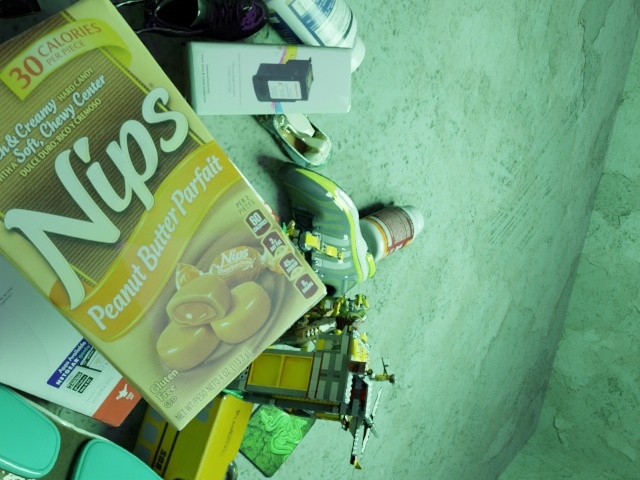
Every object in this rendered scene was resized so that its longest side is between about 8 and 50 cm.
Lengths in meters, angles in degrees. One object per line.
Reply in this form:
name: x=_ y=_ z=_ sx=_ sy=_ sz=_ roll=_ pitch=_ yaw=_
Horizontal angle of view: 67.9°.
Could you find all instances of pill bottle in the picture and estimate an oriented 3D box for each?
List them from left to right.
pill bottle: x=-0.010 y=-0.297 z=0.638 sx=0.169 sy=0.094 sz=0.094 roll=33 pitch=83 yaw=-49
pill bottle: x=0.131 y=-0.018 z=0.923 sx=0.152 sy=0.086 sz=0.086 roll=-24 pitch=124 yaw=-38

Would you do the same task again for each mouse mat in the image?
mouse mat: x=-0.084 y=0.372 z=0.934 sx=0.152 sy=0.007 sz=0.190 roll=-46 pitch=136 yaw=-22

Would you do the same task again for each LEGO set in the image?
LEGO set: x=0.019 y=0.132 z=0.634 sx=0.331 sy=0.192 sz=0.255 roll=64 pitch=33 yaw=-48

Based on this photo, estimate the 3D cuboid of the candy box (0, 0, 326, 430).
candy box: x=-0.160 y=-0.017 z=0.417 sx=0.183 sy=0.087 sz=0.316 roll=-42 pitch=109 yaw=-19

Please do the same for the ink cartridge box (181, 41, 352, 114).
ink cartridge box: x=-0.066 y=-0.192 z=0.556 sx=0.175 sy=0.127 sz=0.072 roll=-6 pitch=113 yaw=-19

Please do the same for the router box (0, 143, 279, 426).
router box: x=-0.242 y=0.006 z=0.538 sx=0.335 sy=0.082 sz=0.301 roll=-54 pitch=138 yaw=-15

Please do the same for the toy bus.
toy bus: x=-0.178 y=0.269 z=0.680 sx=0.108 sy=0.130 sz=0.333 roll=8 pitch=102 yaw=-66

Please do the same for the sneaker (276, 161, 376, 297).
sneaker: x=0.000 y=0.000 z=0.780 sx=0.121 sy=0.111 sz=0.300 roll=-45 pitch=133 yaw=-17

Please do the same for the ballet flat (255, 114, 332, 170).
ballet flat: x=-0.025 y=-0.154 z=0.711 sx=0.188 sy=0.070 sz=0.070 roll=31 pitch=84 yaw=-49

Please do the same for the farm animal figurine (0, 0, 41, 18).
farm animal figurine: x=-0.177 y=-0.289 z=0.361 sx=0.326 sy=0.330 sz=0.172 roll=-21 pitch=116 yaw=-11

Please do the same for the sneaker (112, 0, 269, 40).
sneaker: x=-0.130 y=-0.242 z=0.513 sx=0.170 sy=0.089 sz=0.051 roll=-10 pitch=114 yaw=-17

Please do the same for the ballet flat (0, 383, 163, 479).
ballet flat: x=-0.308 y=0.270 z=0.517 sx=0.139 sy=0.139 sz=0.400 roll=-49 pitch=118 yaw=-19
